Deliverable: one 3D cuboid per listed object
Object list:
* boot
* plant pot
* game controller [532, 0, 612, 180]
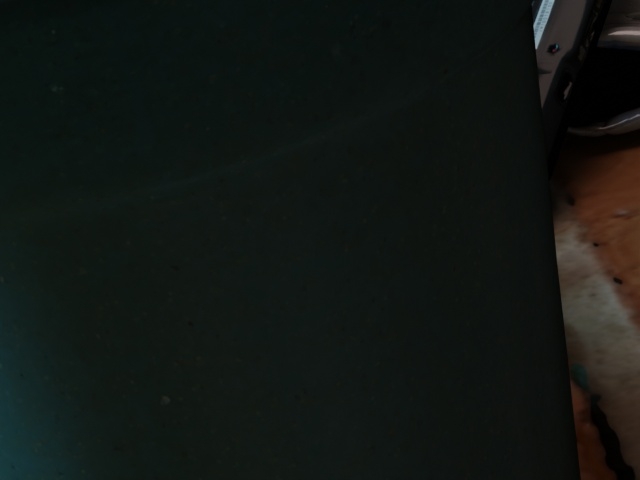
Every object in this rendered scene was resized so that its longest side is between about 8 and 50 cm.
[{"bbox_3d":[0.128,-0.114,1.223,0.258,0.095,0.123,-7,17,14],"label":"boot"},{"bbox_3d":[-0.046,0.001,0.753,0.341,0.334,0.341,-12,22,5],"label":"plant pot"},{"bbox_3d":[0.094,-0.130,1.177,0.166,0.067,0.319,9,61,25],"label":"game controller"}]
